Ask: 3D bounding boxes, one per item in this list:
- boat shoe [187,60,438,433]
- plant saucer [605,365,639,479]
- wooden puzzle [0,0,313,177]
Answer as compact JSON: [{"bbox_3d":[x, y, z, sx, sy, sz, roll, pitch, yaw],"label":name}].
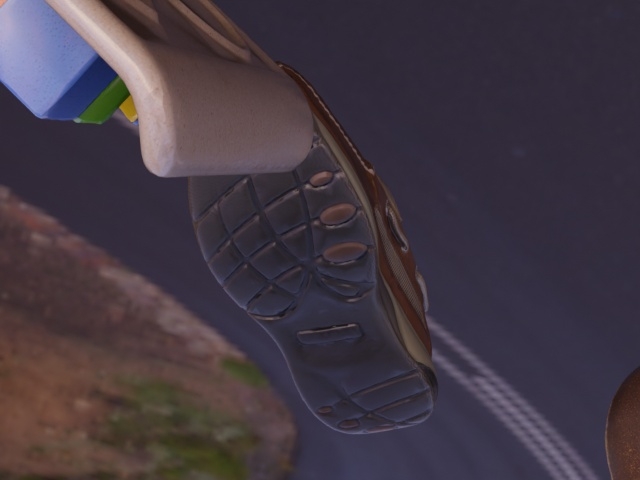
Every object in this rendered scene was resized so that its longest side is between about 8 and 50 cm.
[{"bbox_3d":[0.000,0.000,1.121,0.122,0.120,0.324,-6,135,16],"label":"boat shoe"},{"bbox_3d":[0.374,0.194,1.269,0.310,0.311,0.050,18,132,-12],"label":"plant saucer"},{"bbox_3d":[-0.158,-0.160,0.813,0.348,0.080,0.322,49,-170,5],"label":"wooden puzzle"}]
